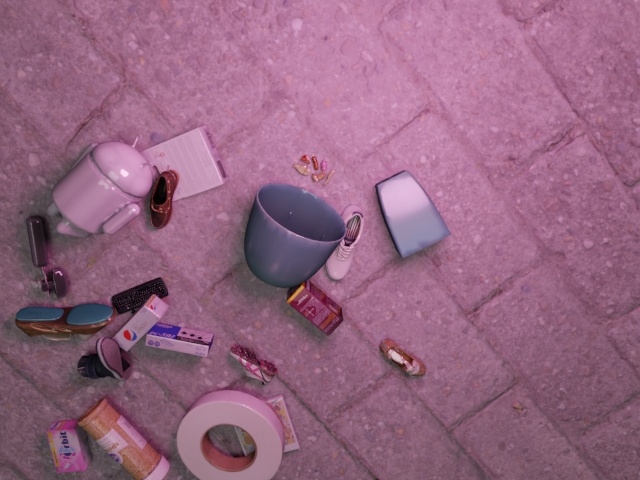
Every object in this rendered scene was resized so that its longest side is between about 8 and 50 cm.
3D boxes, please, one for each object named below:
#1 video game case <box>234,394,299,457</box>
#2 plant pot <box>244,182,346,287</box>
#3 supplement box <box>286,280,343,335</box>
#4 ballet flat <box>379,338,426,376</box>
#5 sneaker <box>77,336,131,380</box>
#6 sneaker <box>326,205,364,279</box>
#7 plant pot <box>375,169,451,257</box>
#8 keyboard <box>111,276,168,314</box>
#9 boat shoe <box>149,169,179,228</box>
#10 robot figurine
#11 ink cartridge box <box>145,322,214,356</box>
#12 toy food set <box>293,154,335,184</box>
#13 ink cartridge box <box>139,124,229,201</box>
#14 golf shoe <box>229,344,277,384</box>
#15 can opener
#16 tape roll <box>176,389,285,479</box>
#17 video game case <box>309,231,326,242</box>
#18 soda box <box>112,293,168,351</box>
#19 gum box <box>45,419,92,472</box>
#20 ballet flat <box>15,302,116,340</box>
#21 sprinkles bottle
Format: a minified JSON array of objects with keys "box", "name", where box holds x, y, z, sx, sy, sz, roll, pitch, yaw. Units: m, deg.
[{"box":[-0.206,0.693,1.839,0.206,0.026,0.227,-15,105,3],"name":"video game case"},{"box":[-0.102,0.002,1.532,0.293,0.293,0.235,25,118,-8],"name":"plant pot"},{"box":[-0.018,0.217,1.676,0.188,0.104,0.081,41,101,-11],"name":"supplement box"},{"box":[0.292,0.427,1.757,0.206,0.067,0.073,35,100,-10],"name":"ballet flat"},{"box":[-0.753,0.396,1.679,0.163,0.086,0.226,5,135,9],"name":"sneaker"},{"box":[0.076,0.013,1.629,0.094,0.091,0.258,12,104,-4],"name":"sneaker"},{"box":[0.272,-0.096,1.576,0.165,0.166,0.234,-26,96,6],"name":"plant pot"},{"box":[-0.609,0.203,1.694,0.192,0.038,0.100,-22,105,6],"name":"keyboard"},{"box":[-0.506,-0.125,1.577,0.073,0.073,0.207,20,114,2],"name":"boat shoe"},{"box":[-0.657,-0.159,1.511,0.353,0.200,0.300,-40,73,9],"name":"robot figurine"},{"box":[-0.476,0.337,1.701,0.207,0.097,0.046,12,104,-4],"name":"ink cartridge box"},{"box":[-0.018,-0.234,1.600,0.122,0.019,0.078,34,102,-2],"name":"toy food set"},{"box":[-0.429,-0.238,1.584,0.232,0.066,0.189,-15,106,24],"name":"ink cartridge box"},{"box":[-0.247,0.441,1.749,0.186,0.067,0.086,36,103,-10],"name":"golf shoe"},{"box":[-0.904,0.057,1.641,0.093,0.074,0.280,-16,110,-33],"name":"can opener"},{"box":[-0.322,0.726,1.799,0.392,0.072,0.392,2,107,5],"name":"tape roll"},{"box":[0.000,0.000,1.635,0.011,0.087,0.122,15,109,-49],"name":"video game case"},{"box":[-0.603,0.275,1.666,0.069,0.074,0.216,43,116,-14],"name":"soda box"},{"box":[-0.913,0.755,1.821,0.107,0.062,0.188,-5,105,0],"name":"gum box"},{"box":[-0.844,0.284,1.682,0.342,0.116,0.124,-3,125,0],"name":"ballet flat"},{"box":[-0.701,0.730,1.790,0.121,0.121,0.355,-36,102,8],"name":"sprinkles bottle"}]
